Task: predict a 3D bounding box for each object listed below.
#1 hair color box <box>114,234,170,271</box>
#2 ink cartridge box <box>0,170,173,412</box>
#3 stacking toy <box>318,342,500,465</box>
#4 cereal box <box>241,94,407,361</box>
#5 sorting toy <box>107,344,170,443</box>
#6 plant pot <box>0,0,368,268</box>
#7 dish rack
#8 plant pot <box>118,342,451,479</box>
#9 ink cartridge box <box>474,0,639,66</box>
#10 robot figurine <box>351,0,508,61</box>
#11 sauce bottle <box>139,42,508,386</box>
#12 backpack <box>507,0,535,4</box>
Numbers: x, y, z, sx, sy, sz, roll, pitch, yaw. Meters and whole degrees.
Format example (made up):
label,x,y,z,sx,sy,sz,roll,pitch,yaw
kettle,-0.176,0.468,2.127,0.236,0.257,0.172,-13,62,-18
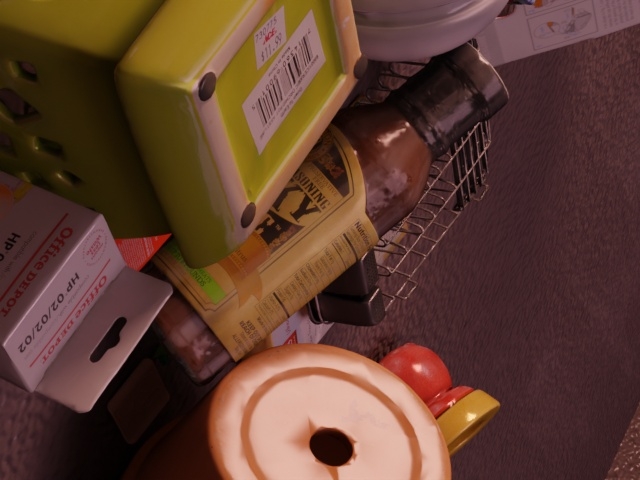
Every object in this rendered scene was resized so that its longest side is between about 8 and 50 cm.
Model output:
label,x,y,z,sx,sy,sz,roll,pitch,yaw
hair color box,-0.178,0.006,1.144,0.167,0.093,0.053,-52,151,-32
ink cartridge box,-0.194,0.020,1.012,0.104,0.181,0.061,-57,154,-24
stacking toy,0.021,0.247,1.821,0.279,0.130,0.309,-50,163,30
cereal box,0.000,0.000,1.567,0.240,0.047,0.173,-49,148,-35
sorting toy,-0.147,0.125,1.410,0.083,0.012,0.062,-52,147,-24
plant pot,-0.106,-0.129,1.042,0.228,0.207,0.227,-56,153,-26
dish rack,0.073,-0.066,1.532,0.271,0.074,0.208,-50,144,-37
plant pot,-0.022,0.221,1.356,0.291,0.291,0.203,-44,165,-42
ink cartridge box,0.307,-0.337,1.688,0.308,0.385,0.091,61,13,-61
robot figurine,0.053,-0.279,1.253,0.300,0.199,0.353,-18,139,-9
sauce bottle,0.001,-0.031,1.336,0.344,0.111,0.111,-41,151,-9
backpack,0.147,-0.308,1.478,0.117,0.158,0.173,18,90,-25
